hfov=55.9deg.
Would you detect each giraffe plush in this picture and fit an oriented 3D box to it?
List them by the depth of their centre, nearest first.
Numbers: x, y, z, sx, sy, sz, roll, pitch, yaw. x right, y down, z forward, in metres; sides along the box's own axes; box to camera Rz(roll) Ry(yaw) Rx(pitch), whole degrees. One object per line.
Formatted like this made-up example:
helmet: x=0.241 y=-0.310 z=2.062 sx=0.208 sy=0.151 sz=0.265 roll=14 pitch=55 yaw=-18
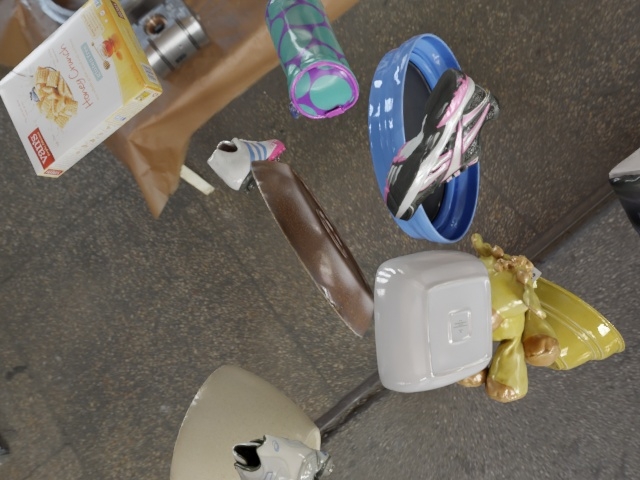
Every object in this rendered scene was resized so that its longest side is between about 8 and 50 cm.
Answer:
giraffe plush: x=0.235 y=0.089 z=0.803 sx=0.181 sy=0.170 sz=0.210 roll=22 pitch=74 yaw=26

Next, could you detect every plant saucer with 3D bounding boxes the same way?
plant saucer: x=0.000 y=0.000 z=0.912 sx=0.050 sy=0.310 sz=0.311 roll=-32 pitch=74 yaw=4

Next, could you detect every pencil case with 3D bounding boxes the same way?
pencil case: x=-0.012 y=-0.181 z=0.580 sx=0.064 sy=0.070 sz=0.152 roll=-16 pitch=50 yaw=1

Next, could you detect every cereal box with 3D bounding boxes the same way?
cereal box: x=-0.368 y=-0.229 z=0.909 sx=0.240 sy=0.047 sz=0.173 roll=-32 pitch=79 yaw=18

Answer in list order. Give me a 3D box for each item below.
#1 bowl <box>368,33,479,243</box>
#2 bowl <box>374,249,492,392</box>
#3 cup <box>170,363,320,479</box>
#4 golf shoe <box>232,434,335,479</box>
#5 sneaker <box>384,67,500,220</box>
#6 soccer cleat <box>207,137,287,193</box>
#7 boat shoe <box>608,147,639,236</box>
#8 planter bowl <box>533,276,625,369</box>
bowl: x=0.206 y=-0.189 z=1.156 sx=0.077 sy=0.391 sz=0.391 roll=-4 pitch=77 yaw=32
bowl: x=0.126 y=0.083 z=0.617 sx=0.053 sy=0.142 sz=0.142 roll=5 pitch=99 yaw=55
cup: x=-0.137 y=0.462 z=1.323 sx=0.236 sy=0.331 sz=0.331 roll=10 pitch=81 yaw=18
golf shoe: x=-0.059 y=0.236 z=0.634 sx=0.086 sy=0.176 sz=0.069 roll=36 pitch=50 yaw=-8
sneaker: x=0.137 y=-0.091 z=0.663 sx=0.077 sy=0.072 sz=0.178 roll=17 pitch=123 yaw=-19
soccer cleat: x=-0.189 y=-0.228 z=1.594 sx=0.143 sy=0.331 sz=0.116 roll=36 pitch=112 yaw=-3
boat shoe: x=0.628 y=-0.112 z=1.014 sx=0.340 sy=0.127 sz=0.158 roll=-31 pitch=102 yaw=-20
planter bowl: x=0.388 y=0.155 z=1.024 sx=0.217 sy=0.217 sz=0.090 roll=37 pitch=81 yaw=17
